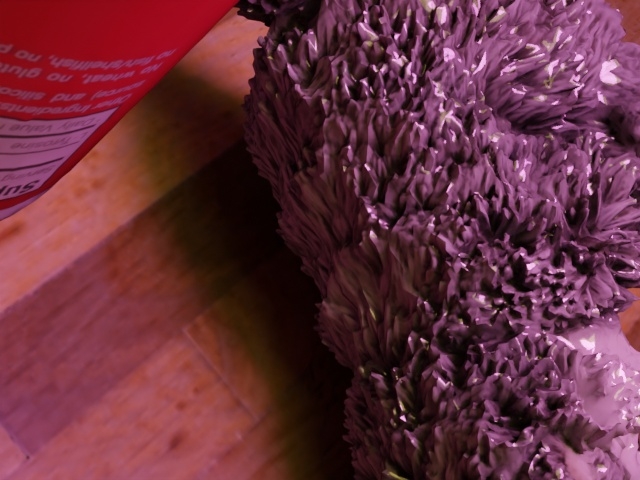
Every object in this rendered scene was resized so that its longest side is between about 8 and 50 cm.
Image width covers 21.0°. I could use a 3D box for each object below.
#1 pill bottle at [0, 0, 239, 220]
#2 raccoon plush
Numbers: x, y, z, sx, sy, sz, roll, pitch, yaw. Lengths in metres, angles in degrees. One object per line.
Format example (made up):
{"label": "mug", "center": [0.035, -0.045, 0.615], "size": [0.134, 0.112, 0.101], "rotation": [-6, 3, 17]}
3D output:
{"label": "pill bottle", "center": [-0.143, -0.144, 0.674], "size": [0.229, 0.407, 0.229], "rotation": [21, 51, -29]}
{"label": "raccoon plush", "center": [0.000, 0.000, 0.876], "size": [0.446, 0.216, 0.299], "rotation": [29, 54, -11]}
